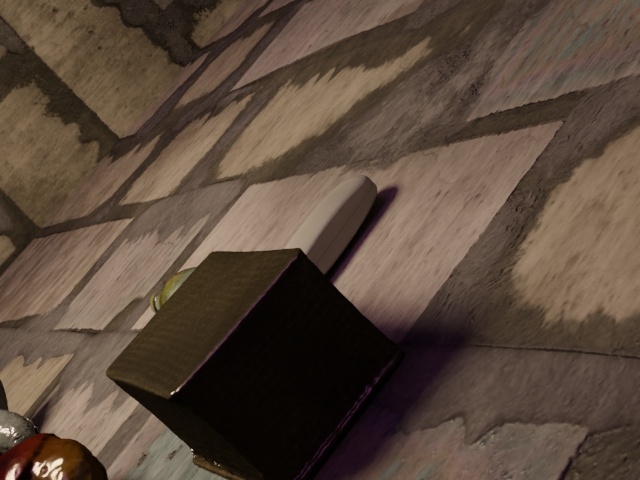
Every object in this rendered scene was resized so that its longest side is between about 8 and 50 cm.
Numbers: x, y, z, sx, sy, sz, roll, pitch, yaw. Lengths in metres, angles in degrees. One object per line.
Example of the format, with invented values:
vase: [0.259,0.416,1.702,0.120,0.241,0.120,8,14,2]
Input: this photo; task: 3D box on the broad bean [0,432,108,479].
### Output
broad bean: [-0.313,0.292,1.398,0.156,0.122,0.228,-51,15,-24]

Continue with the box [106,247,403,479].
box: [-0.075,0.120,1.214,0.184,0.143,0.273,-50,17,-16]

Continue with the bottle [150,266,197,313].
bottle: [-0.167,0.077,1.619,0.083,0.083,0.269,-50,14,-16]

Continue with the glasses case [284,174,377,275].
glasses case: [0.000,0.000,1.462,0.193,0.049,0.074,-53,19,-26]

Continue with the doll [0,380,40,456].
doll: [-0.503,0.318,1.779,0.246,0.158,0.340,-38,47,3]
